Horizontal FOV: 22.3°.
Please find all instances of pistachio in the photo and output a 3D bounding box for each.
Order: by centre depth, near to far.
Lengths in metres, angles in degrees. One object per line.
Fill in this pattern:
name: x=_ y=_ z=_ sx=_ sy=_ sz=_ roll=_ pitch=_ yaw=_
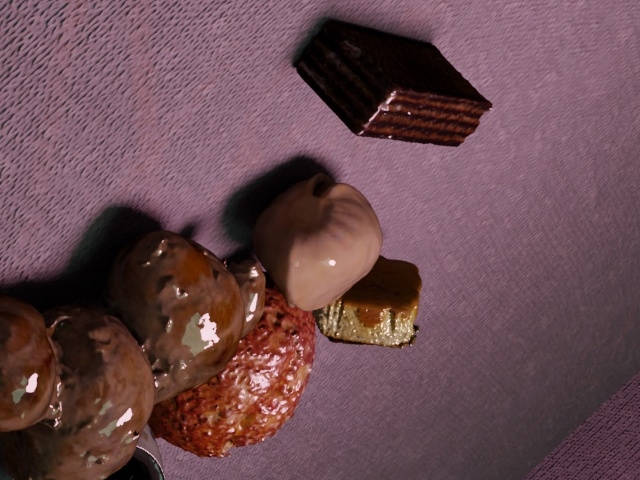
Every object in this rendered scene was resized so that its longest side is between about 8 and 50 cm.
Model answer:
pistachio: x=0.000 y=0.000 z=1.810 sx=0.223 sy=0.126 sz=0.152 roll=-18 pitch=123 yaw=-69

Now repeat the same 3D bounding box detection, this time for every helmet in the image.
helmet: x=-0.260 y=0.235 z=1.819 sx=0.177 sy=0.107 sz=0.153 roll=-26 pitch=141 yaw=34

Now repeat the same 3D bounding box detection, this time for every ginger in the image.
ginger: x=-0.200 y=0.107 z=1.617 sx=0.375 sy=0.176 sz=0.256 roll=-28 pitch=138 yaw=-33

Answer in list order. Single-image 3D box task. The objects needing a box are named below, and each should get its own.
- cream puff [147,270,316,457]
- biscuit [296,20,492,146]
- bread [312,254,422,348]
cream puff: x=-0.103 y=0.150 z=1.870 sx=0.240 sy=0.164 sz=0.240 roll=-41 pitch=161 yaw=-18
biscuit: x=0.082 y=-0.157 z=1.691 sx=0.070 sy=0.106 sz=0.252 roll=-50 pitch=157 yaw=20
bread: x=0.059 y=0.072 z=2.044 sx=0.128 sy=0.140 sz=0.069 roll=-85 pitch=-178 yaw=-56
